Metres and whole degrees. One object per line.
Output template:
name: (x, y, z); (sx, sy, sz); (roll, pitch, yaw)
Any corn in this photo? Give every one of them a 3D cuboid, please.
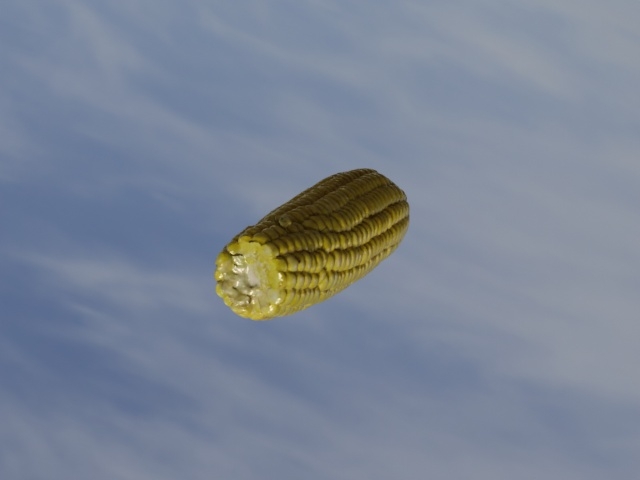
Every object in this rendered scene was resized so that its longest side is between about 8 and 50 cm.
corn: (0.000, 0.000, 0.959); (0.067, 0.067, 0.206); (31, -157, 15)
